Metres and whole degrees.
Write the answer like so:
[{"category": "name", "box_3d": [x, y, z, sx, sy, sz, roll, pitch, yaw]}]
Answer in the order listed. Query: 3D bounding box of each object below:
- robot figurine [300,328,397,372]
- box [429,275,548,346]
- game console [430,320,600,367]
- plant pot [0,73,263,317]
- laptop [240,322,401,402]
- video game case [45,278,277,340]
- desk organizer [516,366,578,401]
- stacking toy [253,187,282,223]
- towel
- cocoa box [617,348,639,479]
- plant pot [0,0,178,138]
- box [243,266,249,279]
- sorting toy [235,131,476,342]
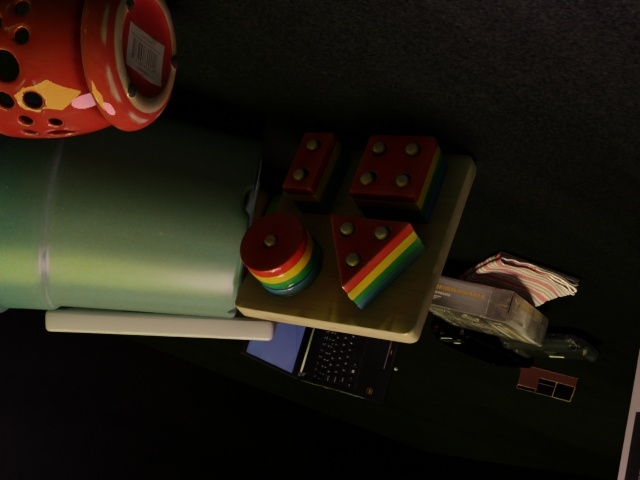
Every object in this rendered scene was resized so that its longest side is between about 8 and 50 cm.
[{"category": "robot figurine", "box_3d": [0.010, 0.191, 1.971, 0.353, 0.200, 0.300, 30, -170, -38]}, {"category": "box", "box_3d": [0.280, 0.120, 1.671, 0.183, 0.056, 0.231, 11, 170, 31]}, {"category": "game console", "box_3d": [0.409, 0.215, 1.945, 0.213, 0.044, 0.361, 26, 161, -35]}, {"category": "plant pot", "box_3d": [-0.261, -0.043, 1.325, 0.334, 0.341, 0.341, 9, 164, -3]}, {"category": "laptop", "box_3d": [0.021, 0.146, 1.759, 0.264, 0.234, 0.136, 14, 164, 10]}, {"category": "video game case", "box_3d": [-0.225, 0.100, 1.499, 0.329, 0.036, 0.300, 3, -171, 2]}, {"category": "desk organizer", "box_3d": [0.517, 0.326, 2.179, 0.130, 0.050, 0.047, 14, 163, 10]}, {"category": "stacking toy", "box_3d": [-0.083, -0.030, 1.509, 0.330, 0.141, 0.141, 23, 163, -1]}, {"category": "towel", "box_3d": [0.325, 0.072, 1.584, 0.144, 0.029, 0.197, 20, 163, -7]}, {"category": "cocoa box", "box_3d": [0.587, 0.236, 1.301, 0.228, 0.347, 0.231, 23, 162, -22]}, {"category": "plant pot", "box_3d": [-0.255, -0.204, 0.999, 0.174, 0.191, 0.191, 1, 159, 18]}, {"category": "box", "box_3d": [-0.162, 0.028, 1.747, 0.128, 0.123, 0.257, 11, 162, 14]}, {"category": "sorting toy", "box_3d": [0.030, -0.021, 1.188, 0.257, 0.255, 0.089, 6, 151, 32]}]
